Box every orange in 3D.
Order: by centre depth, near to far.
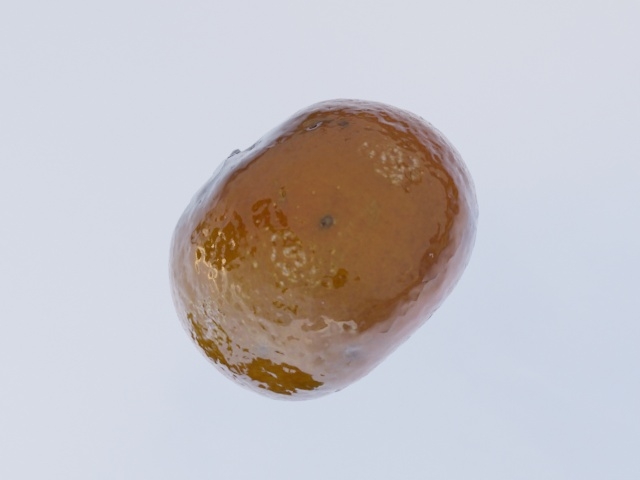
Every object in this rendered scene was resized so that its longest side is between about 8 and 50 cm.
[{"bbox_3d":[0.000,0.000,0.805,0.170,0.224,0.224,45,-113,-7],"label":"orange"}]
